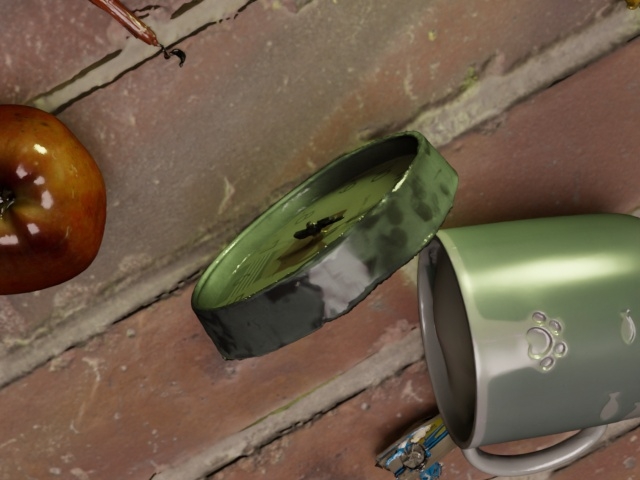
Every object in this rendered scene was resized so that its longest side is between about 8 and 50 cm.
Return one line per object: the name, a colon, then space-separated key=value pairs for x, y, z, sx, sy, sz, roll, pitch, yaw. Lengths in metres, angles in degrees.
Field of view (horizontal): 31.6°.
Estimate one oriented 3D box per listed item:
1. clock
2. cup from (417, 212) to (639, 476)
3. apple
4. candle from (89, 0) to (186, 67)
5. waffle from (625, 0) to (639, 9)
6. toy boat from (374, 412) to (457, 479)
clock: x=0.000 y=0.000 z=1.225 sx=0.325 sy=0.325 sz=0.067 roll=-36 pitch=105 yaw=5
cup: x=0.280 y=0.141 z=1.360 sx=0.274 sy=0.259 sz=0.357 roll=-8 pitch=122 yaw=-6
apple: x=-0.342 y=-0.043 z=1.212 sx=0.233 sy=0.234 sz=0.234 roll=-3 pitch=110 yaw=-8
candle: x=-0.218 y=-0.250 z=1.259 sx=0.167 sy=0.021 sz=0.026 roll=39 pitch=126 yaw=-21
waffle: x=0.446 y=-0.331 z=1.217 sx=0.324 sy=0.068 sz=0.302 roll=29 pitch=140 yaw=5
toy boat: x=0.166 y=0.245 z=1.479 sx=0.210 sy=0.066 sz=0.084 roll=-41 pitch=144 yaw=-2
